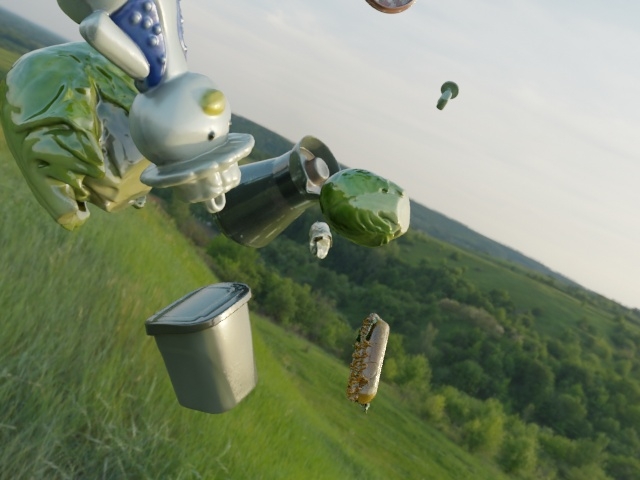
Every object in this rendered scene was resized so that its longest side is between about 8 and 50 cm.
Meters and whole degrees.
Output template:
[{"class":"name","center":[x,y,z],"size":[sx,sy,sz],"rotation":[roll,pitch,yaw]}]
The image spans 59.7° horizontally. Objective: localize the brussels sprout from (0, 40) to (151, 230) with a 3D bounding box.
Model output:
[{"class":"brussels sprout","center":[-0.518,-0.266,1.268],"size":[0.361,0.342,0.425],"rotation":[45,39,4]}]

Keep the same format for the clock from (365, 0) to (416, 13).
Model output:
[{"class":"clock","center":[0.229,-0.870,1.823],"size":[0.244,0.244,0.056],"rotation":[24,5,-20]}]

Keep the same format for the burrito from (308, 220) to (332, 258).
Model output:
[{"class":"burrito","center":[0.000,0.000,1.477],"size":[0.060,0.087,0.226],"rotation":[-5,10,1]}]

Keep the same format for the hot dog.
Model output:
[{"class":"hot dog","center":[0.086,0.233,1.078],"size":[0.055,0.188,0.072],"rotation":[23,-20,-25]}]

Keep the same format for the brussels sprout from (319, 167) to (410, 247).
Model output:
[{"class":"brussels sprout","center":[0.082,-0.065,1.096],"size":[0.181,0.161,0.144],"rotation":[-4,22,38]}]

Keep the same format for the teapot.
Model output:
[{"class":"teapot","center":[-0.118,-0.149,1.612],"size":[0.253,0.344,0.300],"rotation":[55,33,-20]}]

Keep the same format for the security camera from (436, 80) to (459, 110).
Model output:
[{"class":"security camera","center":[0.349,-0.403,1.558],"size":[0.058,0.058,0.092],"rotation":[28,44,10]}]

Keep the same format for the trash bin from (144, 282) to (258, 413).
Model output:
[{"class":"trash bin","center":[-0.265,0.254,1.327],"size":[0.219,0.250,0.220],"rotation":[2,22,32]}]

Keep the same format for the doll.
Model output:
[{"class":"doll","center":[-0.148,-0.156,0.507],"size":[0.119,0.293,0.138],"rotation":[-11,24,19]}]
